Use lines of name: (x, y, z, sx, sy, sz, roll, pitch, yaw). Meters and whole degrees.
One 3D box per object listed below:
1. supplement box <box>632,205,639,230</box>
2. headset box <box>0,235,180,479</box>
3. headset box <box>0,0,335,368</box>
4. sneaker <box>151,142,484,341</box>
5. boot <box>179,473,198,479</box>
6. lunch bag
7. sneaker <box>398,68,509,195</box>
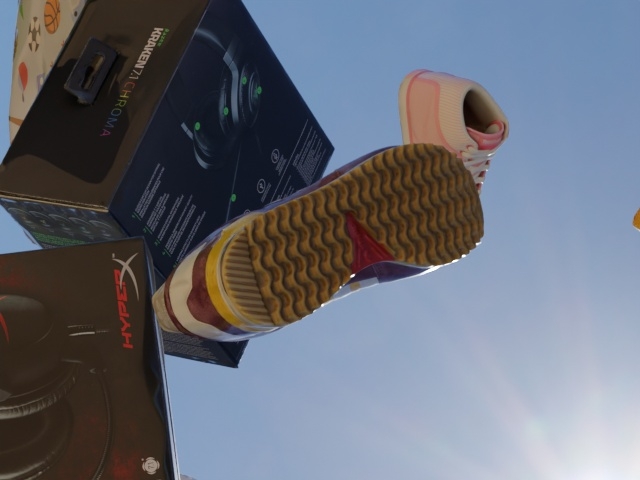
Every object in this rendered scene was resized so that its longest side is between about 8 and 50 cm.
supplement box: (0.376, -0.045, 1.242, 0.195, 0.356, 0.194, 30, -81, 16)
headset box: (-0.236, 0.126, 1.048, 0.110, 0.293, 0.218, 110, -27, -82)
headset box: (-0.133, -0.068, 1.501, 0.131, 0.283, 0.246, 9, -117, 30)
sneaker: (0.000, 0.000, 0.850, 0.084, 0.185, 0.070, -16, -89, 48)
boot: (-0.154, 0.184, 1.230, 0.086, 0.190, 0.069, -58, 140, -68)
lunch bag: (-0.224, -0.139, 1.713, 0.243, 0.115, 0.303, -21, -108, 59)
sneaker: (0.095, -0.050, 1.170, 0.070, 0.051, 0.134, 8, -65, 48)
